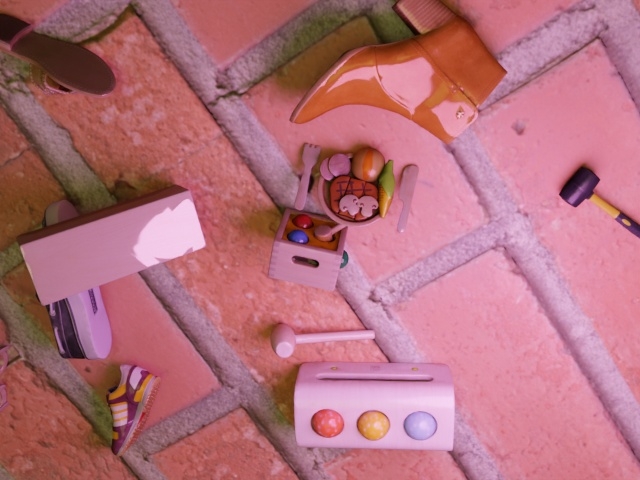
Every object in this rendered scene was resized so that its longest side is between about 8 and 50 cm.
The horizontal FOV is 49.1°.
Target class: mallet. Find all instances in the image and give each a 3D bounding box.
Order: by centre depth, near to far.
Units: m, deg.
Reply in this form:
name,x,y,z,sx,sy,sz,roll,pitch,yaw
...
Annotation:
name,x,y,z,sx,sy,sz,roll,pitch,yaw
mallet,0.478,-0.053,1.129,0.190,0.039,0.062,26,107,-9

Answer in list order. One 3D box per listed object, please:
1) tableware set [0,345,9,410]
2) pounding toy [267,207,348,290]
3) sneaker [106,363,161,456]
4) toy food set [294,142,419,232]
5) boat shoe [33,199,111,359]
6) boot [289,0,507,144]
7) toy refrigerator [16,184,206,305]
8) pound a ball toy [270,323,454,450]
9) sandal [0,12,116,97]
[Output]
name,x,y,z,sx,sy,sz,roll,pitch,yaw
tableware set,-0.635,0.278,1.296,0.020,0.141,0.168,12,110,22
pounding toy,0.000,0.000,1.150,0.141,0.130,0.100,12,122,1
sneaker,-0.369,0.318,1.325,0.084,0.069,0.185,27,104,5
toy food set,0.057,-0.088,1.125,0.192,0.038,0.132,11,80,2
boat shoe,-0.451,0.076,1.228,0.102,0.108,0.301,-4,116,5
boot,0.119,-0.218,1.066,0.295,0.104,0.211,-41,101,13
toy refrigerator,-0.334,0.001,1.131,0.269,0.094,0.102,-21,109,-21
pound a ball toy,0.069,0.262,1.222,0.319,0.136,0.208,0,109,5
sandal,-0.434,-0.275,1.128,0.240,0.088,0.079,29,141,2
